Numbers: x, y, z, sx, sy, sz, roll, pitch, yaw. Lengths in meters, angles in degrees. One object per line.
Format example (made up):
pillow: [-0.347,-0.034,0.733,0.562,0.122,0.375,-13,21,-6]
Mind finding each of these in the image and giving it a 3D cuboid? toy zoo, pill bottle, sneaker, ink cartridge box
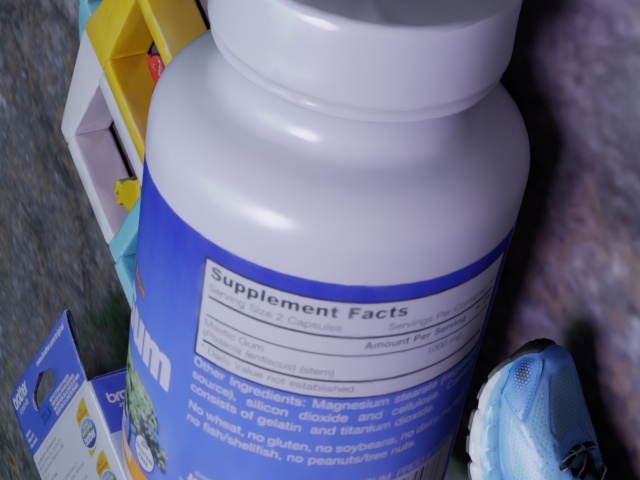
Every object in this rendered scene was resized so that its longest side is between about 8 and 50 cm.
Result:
toy zoo: [-0.087,-0.029,0.910,0.293,0.030,0.192,66,151,16]
pill bottle: [0.000,0.000,0.637,0.152,0.152,0.272,49,142,40]
sneaker: [0.112,0.114,0.607,0.073,0.063,0.162,-11,97,44]
ink cartridge box: [-0.119,0.211,1.052,0.311,0.065,0.186,64,151,14]
